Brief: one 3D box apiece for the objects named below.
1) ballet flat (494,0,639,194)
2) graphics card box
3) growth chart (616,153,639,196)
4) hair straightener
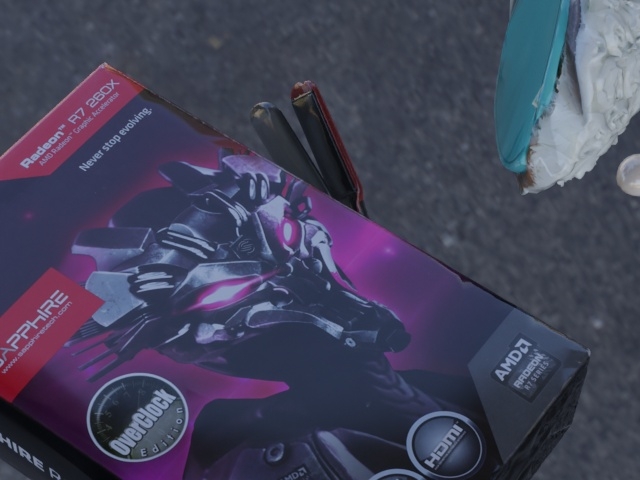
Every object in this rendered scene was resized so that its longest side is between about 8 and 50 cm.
[{"bbox_3d":[0.191,-0.184,1.215,0.147,0.147,0.409,-14,42,18],"label":"ballet flat"},{"bbox_3d":[-0.059,0.070,1.068,0.371,0.094,0.233,32,58,19],"label":"graphics card box"},{"bbox_3d":[0.230,-0.092,0.650,0.237,0.172,0.021,-49,59,31],"label":"growth chart"},{"bbox_3d":[0.000,0.000,1.379,0.089,0.230,0.047,-27,9,-29],"label":"hair straightener"}]
